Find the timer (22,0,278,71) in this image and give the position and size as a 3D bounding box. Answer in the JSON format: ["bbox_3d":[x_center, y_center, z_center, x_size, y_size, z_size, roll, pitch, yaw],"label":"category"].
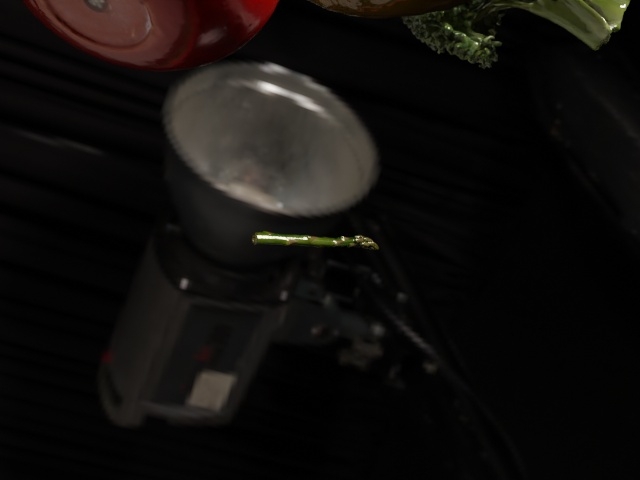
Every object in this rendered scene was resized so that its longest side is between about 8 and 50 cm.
[{"bbox_3d":[-0.218,-0.381,1.717,0.378,0.378,0.279,-31,-150,56],"label":"timer"}]

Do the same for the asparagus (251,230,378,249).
[{"bbox_3d":[0.000,0.000,1.330,0.016,0.163,0.016,-12,-100,46],"label":"asparagus"}]

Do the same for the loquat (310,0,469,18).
[{"bbox_3d":[0.066,-0.250,0.712,0.276,0.284,0.275,166,-90,-83],"label":"loquat"}]

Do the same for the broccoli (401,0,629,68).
[{"bbox_3d":[0.245,-0.373,1.841,0.375,0.302,0.249,-55,-157,-24],"label":"broccoli"}]
